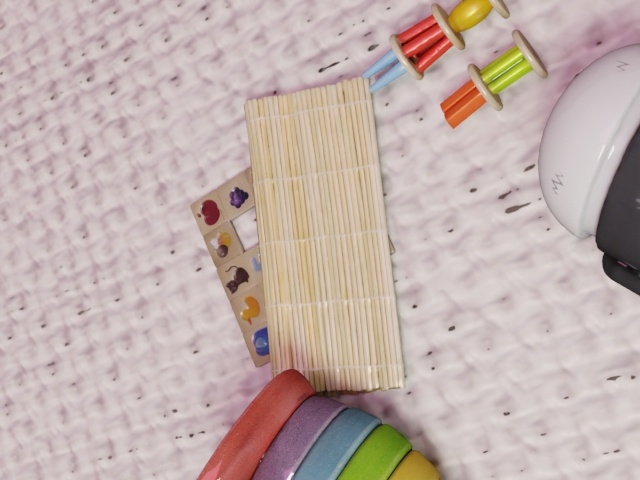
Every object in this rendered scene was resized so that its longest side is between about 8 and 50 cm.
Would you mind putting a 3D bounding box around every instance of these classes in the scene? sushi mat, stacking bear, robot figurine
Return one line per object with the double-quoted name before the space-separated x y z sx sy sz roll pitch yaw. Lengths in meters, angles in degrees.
"sushi mat" 0.000 0.000 0.944 0.151 0.019 0.317 -9 84 26
"stacking bear" 0.050 0.258 0.847 0.289 0.175 0.164 31 84 16
"robot figurine" 0.307 -0.043 0.713 0.278 0.173 0.209 29 95 25

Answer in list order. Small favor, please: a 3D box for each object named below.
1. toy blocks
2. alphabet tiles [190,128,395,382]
"toy blocks" 0.121 -0.161 0.876 0.148 0.054 0.123 -34 73 22
"alphabet tiles" -0.019 0.021 0.969 0.198 0.009 0.237 -30 76 23
